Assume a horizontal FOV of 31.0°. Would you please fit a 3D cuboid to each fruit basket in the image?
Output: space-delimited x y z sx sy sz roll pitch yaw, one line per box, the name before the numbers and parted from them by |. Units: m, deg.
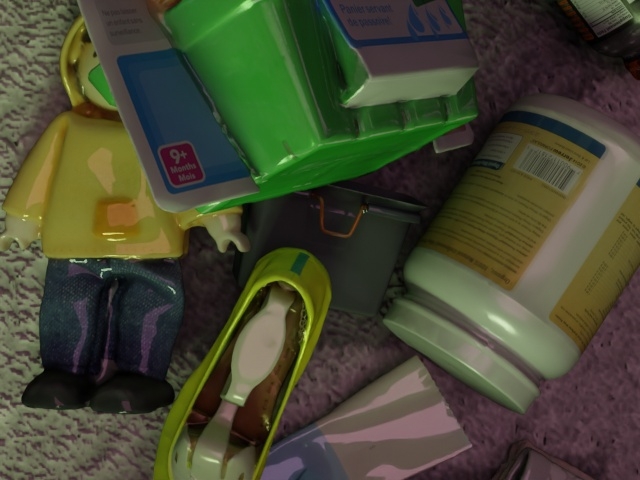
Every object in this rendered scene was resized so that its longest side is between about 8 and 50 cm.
fruit basket | -0.040 -0.206 0.728 0.327 0.165 0.353 -15 87 -52

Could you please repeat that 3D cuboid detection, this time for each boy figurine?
boy figurine | -0.134 -0.026 0.798 0.177 0.092 0.285 6 92 6

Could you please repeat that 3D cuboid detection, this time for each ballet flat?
ballet flat | -0.059 0.112 0.774 0.077 0.077 0.231 24 99 -1

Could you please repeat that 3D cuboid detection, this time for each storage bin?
storage bin | 0.000 0.000 0.837 0.135 0.098 0.091 12 98 -12

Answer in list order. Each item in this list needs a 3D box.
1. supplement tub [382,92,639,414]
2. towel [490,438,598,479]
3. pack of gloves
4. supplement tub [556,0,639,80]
supplement tub | 0.150 0.010 0.838 0.144 0.144 0.199 36 83 -10
towel | 0.207 0.367 0.898 0.317 0.053 0.332 31 85 -11
pack of gloves | 0.024 0.226 0.834 0.232 0.046 0.195 -31 84 -2
supplement tub | 0.221 -0.222 0.868 0.117 0.117 0.190 -41 98 -9
